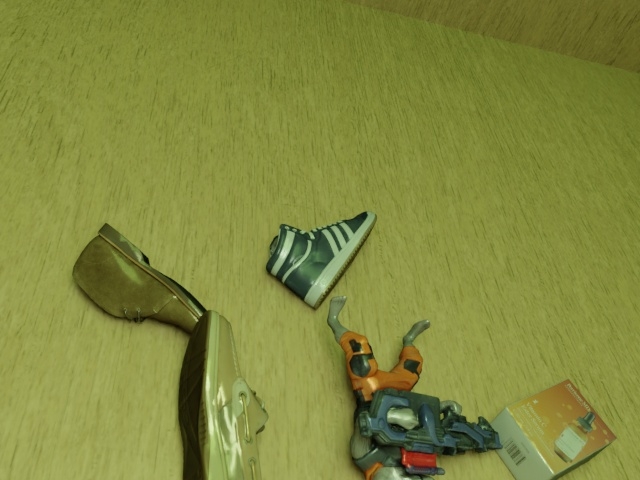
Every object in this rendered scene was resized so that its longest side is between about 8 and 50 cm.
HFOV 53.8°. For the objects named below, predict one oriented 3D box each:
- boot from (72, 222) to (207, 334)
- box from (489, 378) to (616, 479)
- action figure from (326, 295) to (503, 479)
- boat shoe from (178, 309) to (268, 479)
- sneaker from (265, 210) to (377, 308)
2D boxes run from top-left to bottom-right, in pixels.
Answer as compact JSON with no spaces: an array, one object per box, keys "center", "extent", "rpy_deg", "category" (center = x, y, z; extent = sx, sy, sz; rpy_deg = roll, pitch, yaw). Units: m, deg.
[{"center":[-0.289,0.107,1.081],"extent":[0.305,0.112,0.115],"rpy_deg":[37,76,9],"category":"boot"},{"center":[0.399,0.339,1.102],"extent":[0.171,0.091,0.130],"rpy_deg":[-13,53,-31],"category":"box"},{"center":[0.137,0.284,1.050],"extent":[0.341,0.179,0.330],"rpy_deg":[29,43,-34],"category":"action figure"},{"center":[-0.141,0.270,0.938],"extent":[0.110,0.122,0.341],"rpy_deg":[10,58,-28],"category":"boat shoe"},{"center":[0.000,0.000,1.275],"extent":[0.153,0.099,0.282],"rpy_deg":[32,47,8],"category":"sneaker"}]
